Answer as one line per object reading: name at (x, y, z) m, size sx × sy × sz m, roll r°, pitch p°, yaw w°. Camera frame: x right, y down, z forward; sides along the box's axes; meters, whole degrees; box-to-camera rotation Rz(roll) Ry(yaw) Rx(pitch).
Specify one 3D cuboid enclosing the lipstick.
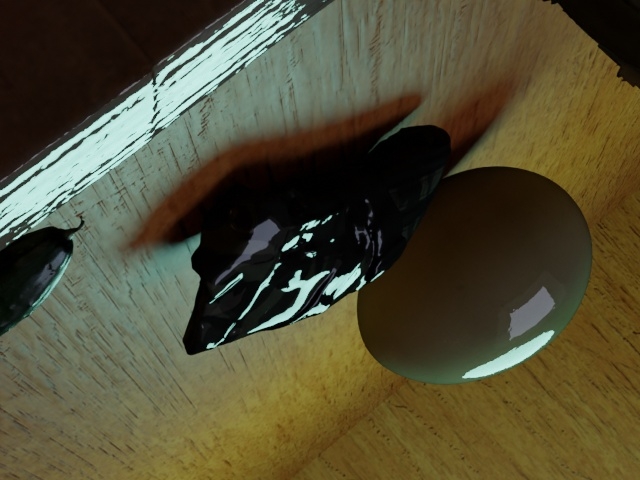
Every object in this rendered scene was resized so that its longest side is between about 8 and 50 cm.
lipstick at (-0.137, -0.043, 0.777) m, size 0.371 × 0.076 × 0.080 m, roll -37°, pitch 168°, yaw -15°

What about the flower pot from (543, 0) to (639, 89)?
flower pot at (0.183, -0.214, 0.763) m, size 0.290 × 0.290 × 0.259 m, roll -41°, pitch 157°, yaw 5°

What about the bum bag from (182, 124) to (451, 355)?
bum bag at (0.000, 0.000, 1.435) m, size 0.144 × 0.095 × 0.340 m, roll -62°, pitch 163°, yaw 23°

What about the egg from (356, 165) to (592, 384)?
egg at (0.141, 0.035, 1.833) m, size 0.242 × 0.186 × 0.186 m, roll -37°, pitch 173°, yaw 26°

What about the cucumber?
cucumber at (-0.187, 0.040, 1.071) m, size 0.168 × 0.039 × 0.039 m, roll -40°, pitch 170°, yaw 9°
